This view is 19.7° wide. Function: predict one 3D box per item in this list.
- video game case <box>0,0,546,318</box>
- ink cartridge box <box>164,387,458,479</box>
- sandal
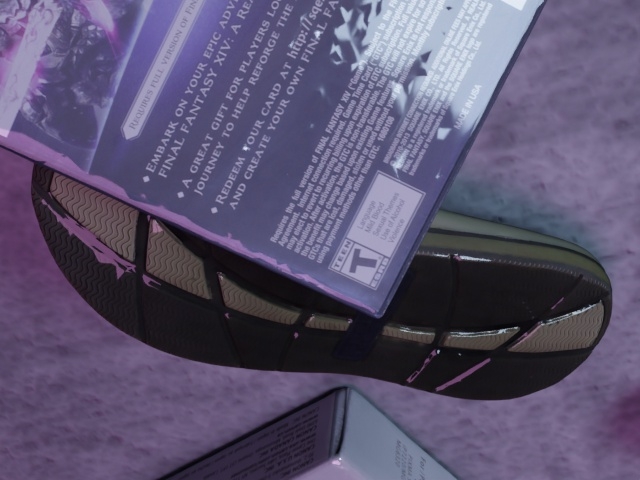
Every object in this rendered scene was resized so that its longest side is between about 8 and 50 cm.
[{"bbox_3d":[-0.051,-0.109,0.736,0.274,0.026,0.196,25,97,-16],"label":"video game case"},{"bbox_3d":[-0.015,0.222,1.091,0.275,0.060,0.239,-30,123,29],"label":"ink cartridge box"},{"bbox_3d":[0.000,0.001,0.869,0.303,0.086,0.120,18,127,-30],"label":"sandal"}]
